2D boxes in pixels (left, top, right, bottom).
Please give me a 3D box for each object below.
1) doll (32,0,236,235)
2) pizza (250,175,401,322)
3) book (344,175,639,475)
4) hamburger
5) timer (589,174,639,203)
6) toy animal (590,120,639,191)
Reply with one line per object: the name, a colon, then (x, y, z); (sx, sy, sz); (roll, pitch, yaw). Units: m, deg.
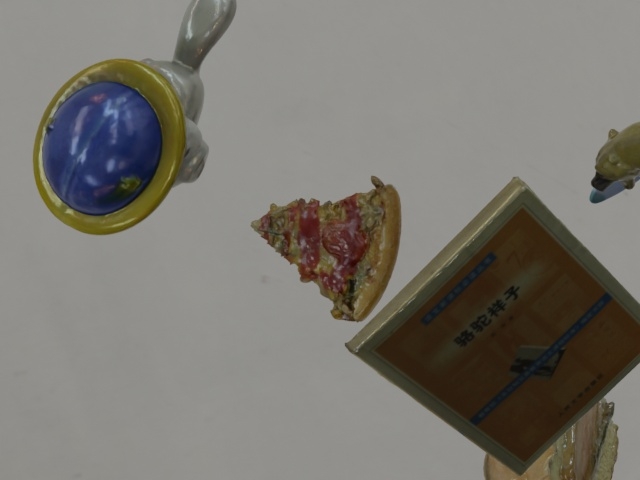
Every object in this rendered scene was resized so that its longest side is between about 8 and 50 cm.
doll: (-0.175, -0.132, 1.470); (0.159, 0.242, 0.311); (37, 102, 21)
pizza: (0.000, 0.000, 1.734); (0.198, 0.062, 0.188); (12, 90, 12)
book: (0.148, 0.074, 1.017); (0.170, 0.241, 0.018); (-45, 42, 7)
hamburger: (0.265, 0.281, 1.606); (0.155, 0.135, 0.208); (-26, 46, 41)
timer: (0.423, -0.134, 1.495); (0.255, 0.175, 0.175); (-36, 72, 55)
toy animal: (0.260, -0.069, 0.869); (0.101, 0.218, 0.103); (8, 82, -13)
